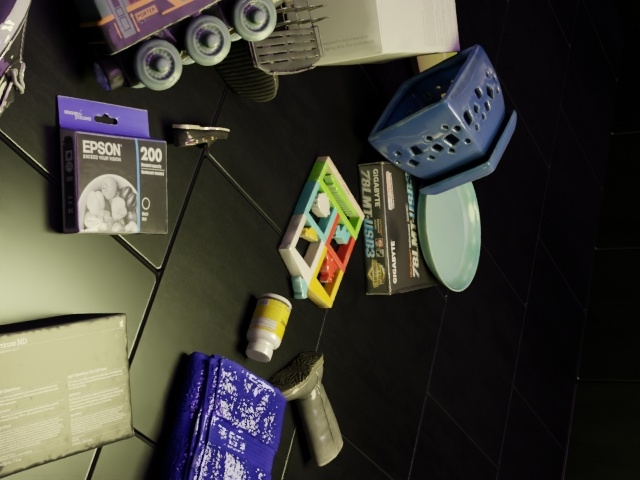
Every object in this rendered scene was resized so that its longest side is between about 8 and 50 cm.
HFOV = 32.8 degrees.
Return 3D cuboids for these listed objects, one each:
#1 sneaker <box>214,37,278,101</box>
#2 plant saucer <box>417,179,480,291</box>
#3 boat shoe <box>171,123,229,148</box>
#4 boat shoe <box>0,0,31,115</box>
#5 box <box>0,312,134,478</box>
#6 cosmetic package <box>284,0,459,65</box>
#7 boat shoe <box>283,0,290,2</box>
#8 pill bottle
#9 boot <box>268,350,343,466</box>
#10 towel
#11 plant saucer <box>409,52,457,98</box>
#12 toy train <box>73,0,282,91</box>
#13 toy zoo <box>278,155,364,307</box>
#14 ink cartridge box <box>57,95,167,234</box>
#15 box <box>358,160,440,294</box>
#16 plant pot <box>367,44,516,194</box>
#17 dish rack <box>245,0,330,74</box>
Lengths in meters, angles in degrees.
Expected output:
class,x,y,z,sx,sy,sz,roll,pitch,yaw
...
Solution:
class,x,y,z,sx,sy,sz,roll,pitch,yaw
sneaker,-0.140,-0.405,1.914,0.146,0.122,0.330,-58,135,-41
plant saucer,0.298,-0.038,2.550,0.317,0.043,0.317,15,73,-58
boat shoe,-0.205,-0.178,1.862,0.133,0.049,0.042,-8,100,-56
boat shoe,-0.440,-0.211,1.416,0.105,0.113,0.306,48,51,-55
box,-0.381,0.202,1.484,0.261,0.103,0.184,-5,95,-58
cosmetic package,0.116,-0.449,2.257,0.385,0.217,0.156,-20,104,-56
boat shoe,-0.135,-0.587,1.935,0.132,0.130,0.355,-47,134,-37
pill bottle,-0.098,0.161,1.989,0.065,0.065,0.116,51,47,-44
boot,-0.026,0.340,2.101,0.189,0.076,0.208,-30,120,-53
towel,-0.155,0.362,1.814,0.227,0.076,0.308,34,55,-36
plant saucer,0.274,-0.463,2.685,0.241,0.037,0.241,10,79,-58
toy train,-0.217,-0.360,1.674,0.334,0.142,0.190,-31,113,-20
toy zoo,0.000,0.000,2.198,0.192,0.030,0.293,56,43,-41
ink cartridge box,-0.316,-0.112,1.675,0.206,0.045,0.208,-1,87,-58
box,0.192,-0.033,2.482,0.293,0.073,0.295,-5,91,-60
plant pot,0.281,-0.247,2.363,0.212,0.236,0.236,50,46,-18
dish rack,-0.065,-0.423,1.861,0.208,0.074,0.271,-19,99,-48
